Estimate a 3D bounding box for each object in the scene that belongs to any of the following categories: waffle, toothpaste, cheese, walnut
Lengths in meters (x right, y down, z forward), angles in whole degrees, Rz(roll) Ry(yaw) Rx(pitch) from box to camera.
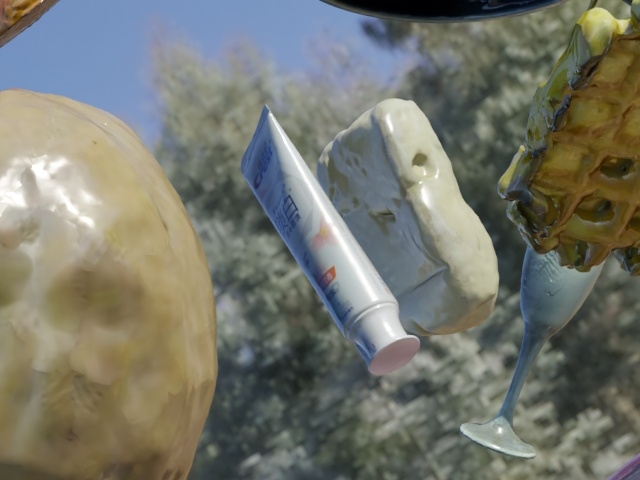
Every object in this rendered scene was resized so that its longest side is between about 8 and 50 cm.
[{"bbox_3d":[0.240,-0.066,1.115,0.262,0.060,0.280,-25,-42,18],"label":"waffle"},{"bbox_3d":[0.000,0.000,1.741,0.066,0.323,0.100,-10,-38,-32],"label":"toothpaste"},{"bbox_3d":[0.101,-0.019,1.805,0.093,0.263,0.159,-16,-15,-31],"label":"cheese"},{"bbox_3d":[-0.250,0.065,1.261,0.381,0.381,0.381,-29,-15,-9],"label":"walnut"}]

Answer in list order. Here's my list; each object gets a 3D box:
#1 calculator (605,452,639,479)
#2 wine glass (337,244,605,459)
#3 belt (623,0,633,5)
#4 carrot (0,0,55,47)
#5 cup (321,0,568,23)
[{"bbox_3d":[0.370,0.237,1.507,0.294,0.194,0.043,-39,20,28],"label":"calculator"},{"bbox_3d":[0.184,0.073,2.000,0.096,0.264,0.309,-28,-43,-78],"label":"wine glass"},{"bbox_3d":[0.384,-0.281,1.681,0.141,0.190,0.082,59,-134,-64],"label":"belt"},{"bbox_3d":[-0.367,-0.329,1.790,0.159,0.225,0.159,-33,6,4],"label":"carrot"},{"bbox_3d":[0.074,-0.371,1.345,0.331,0.311,0.257,9,-15,-33],"label":"cup"}]
